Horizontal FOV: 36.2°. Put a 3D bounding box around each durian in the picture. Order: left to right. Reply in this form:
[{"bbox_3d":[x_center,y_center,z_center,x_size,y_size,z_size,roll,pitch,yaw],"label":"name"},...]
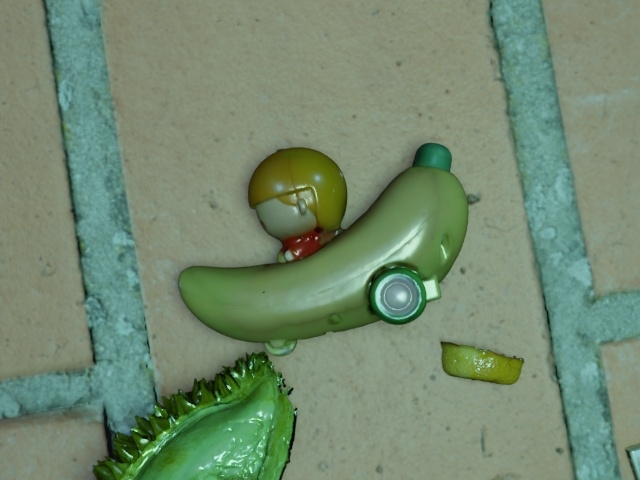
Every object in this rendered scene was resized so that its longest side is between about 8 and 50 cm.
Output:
[{"bbox_3d":[-0.156,0.289,1.027,0.198,0.163,0.394,31,88,-1],"label":"durian"}]

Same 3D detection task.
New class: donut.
[{"bbox_3d":[0.179,0.138,1.083,0.083,0.067,0.037,17,80,-29],"label":"donut"}]

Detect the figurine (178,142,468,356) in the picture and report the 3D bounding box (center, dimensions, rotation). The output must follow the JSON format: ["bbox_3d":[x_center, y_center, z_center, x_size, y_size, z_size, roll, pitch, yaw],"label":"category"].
[{"bbox_3d":[0.000,0.000,1.051,0.325,0.124,0.222,-15,87,5],"label":"figurine"}]

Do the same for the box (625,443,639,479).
[{"bbox_3d":[0.415,0.307,1.066,0.109,0.029,0.198,-17,86,1],"label":"box"}]
